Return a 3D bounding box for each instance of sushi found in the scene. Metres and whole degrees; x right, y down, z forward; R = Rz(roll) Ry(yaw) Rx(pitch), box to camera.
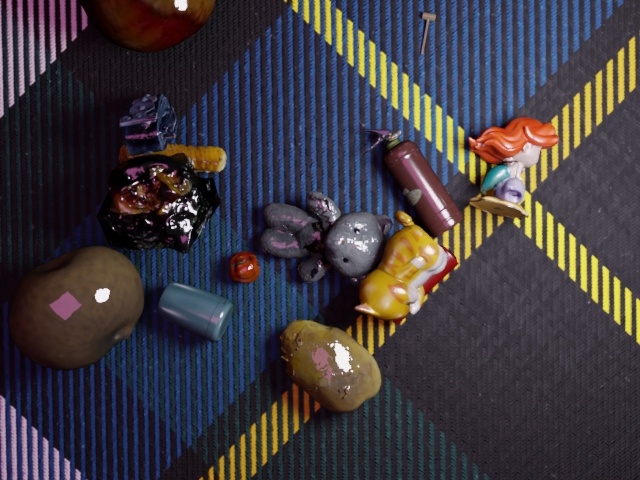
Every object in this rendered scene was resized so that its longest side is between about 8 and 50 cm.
[{"bbox_3d":[-0.418,-0.113,1.761,0.227,0.215,0.212,6,131,18],"label":"sushi"}]

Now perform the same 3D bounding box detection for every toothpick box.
[{"bbox_3d":[-0.334,0.183,1.831,0.184,0.120,0.120,22,92,3],"label":"toothpick box"}]

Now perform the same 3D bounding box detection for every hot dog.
[{"bbox_3d":[-0.397,-0.222,1.852,0.289,0.068,0.083,2,84,3],"label":"hot dog"}]

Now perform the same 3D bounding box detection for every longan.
[{"bbox_3d":[-0.621,0.169,1.763,0.350,0.288,0.288,-35,90,-7],"label":"longan"}]

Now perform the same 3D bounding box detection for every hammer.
[{"bbox_3d":[0.282,-0.554,1.852,0.036,0.019,0.110,10,94,1],"label":"hammer"}]

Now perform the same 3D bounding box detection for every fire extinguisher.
[{"bbox_3d":[0.228,-0.165,1.818,0.138,0.102,0.344,-34,90,4],"label":"fire extinguisher"}]

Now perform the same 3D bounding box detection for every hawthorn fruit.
[{"bbox_3d":[-0.208,0.073,1.845,0.093,0.093,0.093,0,91,1],"label":"hawthorn fruit"}]

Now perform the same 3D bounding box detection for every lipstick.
[{"bbox_3d":[0.260,0.116,1.835,0.080,0.080,0.241,43,92,0],"label":"lipstick"}]

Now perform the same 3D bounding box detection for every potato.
[{"bbox_3d":[0.019,0.326,1.815,0.296,0.141,0.191,38,89,3],"label":"potato"}]

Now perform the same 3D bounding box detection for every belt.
[{"bbox_3d":[-0.432,-0.302,1.786,0.129,0.218,0.122,-9,124,-2],"label":"belt"}]

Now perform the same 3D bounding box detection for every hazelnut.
[{"bbox_3d":[-0.445,-0.676,1.714,0.421,0.353,0.420,7,110,21],"label":"hazelnut"}]

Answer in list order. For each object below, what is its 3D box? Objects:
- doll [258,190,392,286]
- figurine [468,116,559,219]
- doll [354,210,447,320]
[{"bbox_3d":[0.002,0.002,1.798,0.341,0.158,0.245,14,100,0],"label":"doll"},{"bbox_3d":[0.482,-0.202,1.780,0.208,0.181,0.257,14,84,30],"label":"figurine"},{"bbox_3d":[0.204,0.085,1.730,0.162,0.167,0.269,28,86,24],"label":"doll"}]
